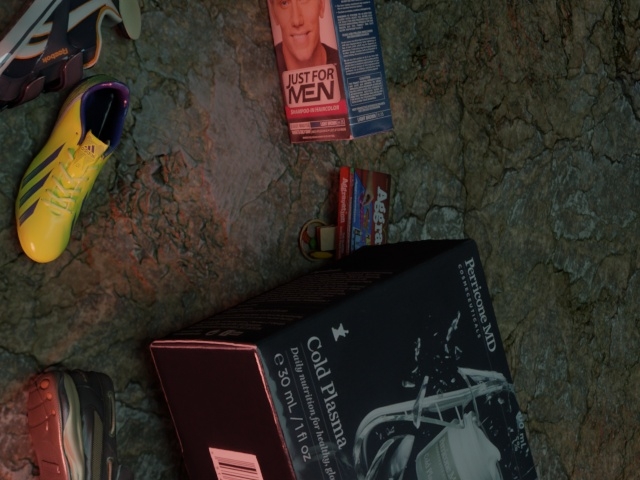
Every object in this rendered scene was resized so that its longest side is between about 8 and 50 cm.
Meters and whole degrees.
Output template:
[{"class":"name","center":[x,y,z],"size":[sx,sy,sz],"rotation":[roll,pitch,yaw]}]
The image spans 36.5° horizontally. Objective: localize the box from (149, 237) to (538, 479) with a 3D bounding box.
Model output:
[{"class":"box","center":[0.056,0.296,1.544],"size":[0.471,0.297,0.480],"rotation":[-24,101,-39]}]

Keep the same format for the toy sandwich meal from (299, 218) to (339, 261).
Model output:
[{"class":"toy sandwich meal","center":[0.000,0.000,1.756],"size":[0.085,0.029,0.086],"rotation":[-2,93,-41]}]

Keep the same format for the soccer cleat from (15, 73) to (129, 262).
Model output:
[{"class":"soccer cleat","center":[-0.353,-0.108,1.388],"size":[0.093,0.121,0.289],"rotation":[28,74,-38]}]

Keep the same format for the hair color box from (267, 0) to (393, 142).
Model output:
[{"class":"hair color box","center":[0.008,-0.347,1.654],"size":[0.105,0.174,0.347],"rotation":[-17,102,-38]}]

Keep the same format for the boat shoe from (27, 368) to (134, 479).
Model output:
[{"class":"boat shoe","center":[-0.335,0.361,1.419],"size":[0.130,0.132,0.355],"rotation":[-7,97,-40]}]

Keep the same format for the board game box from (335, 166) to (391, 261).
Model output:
[{"class":"board game box","center":[0.079,0.010,1.805],"size":[0.145,0.027,0.281],"rotation":[3,90,-56]}]

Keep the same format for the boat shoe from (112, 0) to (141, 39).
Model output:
[{"class":"boat shoe","center":[-0.309,-0.368,1.471],"size":[0.049,0.042,0.133],"rotation":[-48,125,-58]}]

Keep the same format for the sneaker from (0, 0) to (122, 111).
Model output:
[{"class":"sneaker","center":[-0.392,-0.252,1.347],"size":[0.127,0.126,0.321],"rotation":[45,62,-26]}]
